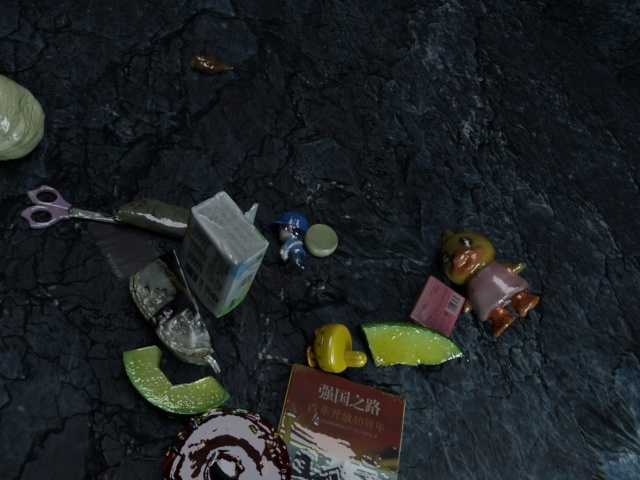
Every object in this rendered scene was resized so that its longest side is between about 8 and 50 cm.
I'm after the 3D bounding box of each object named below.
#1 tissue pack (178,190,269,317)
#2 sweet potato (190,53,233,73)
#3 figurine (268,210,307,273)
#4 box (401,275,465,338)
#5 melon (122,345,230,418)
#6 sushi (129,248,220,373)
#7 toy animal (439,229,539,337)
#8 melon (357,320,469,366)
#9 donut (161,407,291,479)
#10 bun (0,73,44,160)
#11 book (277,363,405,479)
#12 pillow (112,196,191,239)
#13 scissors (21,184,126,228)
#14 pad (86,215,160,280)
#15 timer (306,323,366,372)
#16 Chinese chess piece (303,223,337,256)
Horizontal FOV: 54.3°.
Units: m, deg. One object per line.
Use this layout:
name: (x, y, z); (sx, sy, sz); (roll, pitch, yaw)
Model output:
tissue pack: (-0.192, 0.024, 1.305); (0.145, 0.229, 0.159); (-33, 73, -35)
sweet potato: (-0.295, -0.485, 1.716); (0.117, 0.049, 0.049); (4, 57, -24)
figurine: (-0.068, 0.000, 1.473); (0.086, 0.087, 0.149); (30, 40, -52)
box: (0.272, 0.173, 1.506); (0.111, 0.060, 0.156); (36, 52, 1)
melon: (-0.290, 0.278, 1.204); (0.209, 0.064, 0.118); (39, 53, 9)
sushi: (-0.301, 0.160, 1.256); (0.109, 0.134, 0.272); (-21, 82, -18)
toy animal: (0.404, 0.082, 1.563); (0.281, 0.195, 0.169); (49, 14, 8)
melon: (0.211, 0.241, 1.412); (0.262, 0.053, 0.113); (9, 72, 0)
donut: (-0.170, 0.423, 1.128); (0.235, 0.089, 0.235); (6, 55, -9)
bun: (-0.697, -0.247, 1.282); (0.244, 0.244, 0.153); (-1, 69, -23)
book: (0.028, 0.452, 1.242); (0.263, 0.028, 0.373); (19, 53, -7)
pillow: (-0.341, -0.052, 1.408); (0.241, 0.051, 0.093); (14, 42, -13)
scissors: (-0.529, -0.060, 1.352); (0.212, 0.021, 0.110); (10, 56, -13)
pad: (-0.427, 0.008, 1.363); (0.112, 0.003, 0.157); (-23, 70, -32)
timer: (0.038, 0.232, 1.338); (0.109, 0.107, 0.107); (-3, 45, 29)
Chinese chess piece: (0.000, 0.000, 1.526); (0.084, 0.034, 0.084); (9, 56, -14)
